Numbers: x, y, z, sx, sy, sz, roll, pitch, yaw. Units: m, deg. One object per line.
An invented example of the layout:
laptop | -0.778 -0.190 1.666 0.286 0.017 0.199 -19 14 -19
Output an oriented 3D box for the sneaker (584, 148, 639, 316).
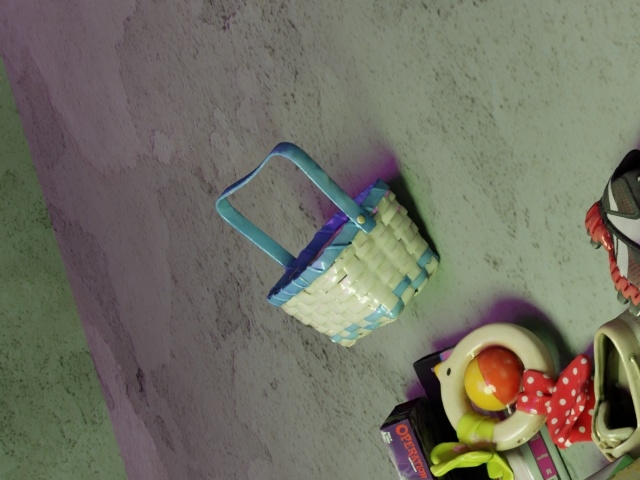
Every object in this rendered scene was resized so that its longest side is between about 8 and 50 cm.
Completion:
sneaker | 0.359 -0.008 1.618 0.276 0.098 0.135 -102 27 -61

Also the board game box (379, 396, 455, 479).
board game box | 0.152 0.333 2.136 0.347 0.056 0.208 6 -115 -84

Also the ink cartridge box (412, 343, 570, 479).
ink cartridge box | 0.261 0.312 2.111 0.371 0.069 0.176 65 151 4

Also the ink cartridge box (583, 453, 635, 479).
ink cartridge box | 0.387 0.411 1.807 0.278 0.117 0.201 44 149 4

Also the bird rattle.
bird rattle | 0.236 0.199 1.949 0.253 0.143 0.207 -44 56 34

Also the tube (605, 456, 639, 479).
tube | 0.375 0.256 1.684 0.062 0.240 0.070 49 147 28

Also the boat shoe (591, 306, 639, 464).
boat shoe | 0.365 0.217 1.823 0.109 0.098 0.302 32 134 48

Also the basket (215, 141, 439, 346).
basket | 0.000 0.000 2.172 0.289 0.201 0.255 39 152 -11
